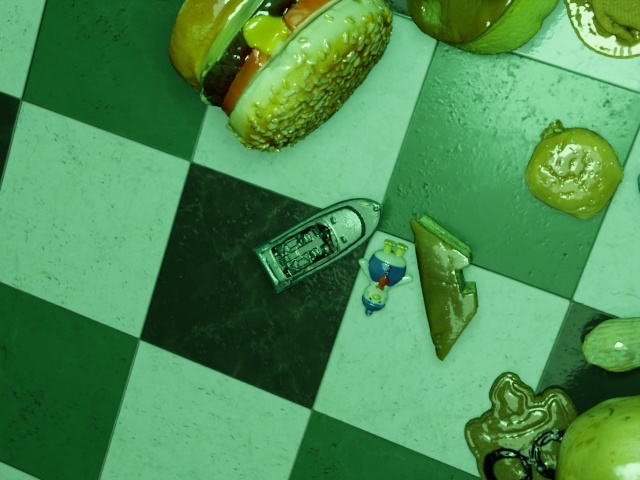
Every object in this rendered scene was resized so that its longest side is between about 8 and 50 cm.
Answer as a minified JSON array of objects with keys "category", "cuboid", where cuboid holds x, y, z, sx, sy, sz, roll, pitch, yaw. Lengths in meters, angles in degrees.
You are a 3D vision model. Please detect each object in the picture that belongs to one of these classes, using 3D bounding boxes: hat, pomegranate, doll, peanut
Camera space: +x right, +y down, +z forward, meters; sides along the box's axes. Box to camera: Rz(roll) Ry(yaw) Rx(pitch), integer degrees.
[{"category":"hat","cuboid":[0.458,-0.397,1.375,0.244,0.233,0.233,-42,88,17]},{"category":"pomegranate","cuboid":[0.490,0.386,1.455,0.307,0.307,0.307,2,99,14]},{"category":"doll","cuboid":[0.106,0.066,1.627,0.099,0.057,0.142,20,108,-5]},{"category":"peanut","cuboid":[0.522,0.159,1.517,0.207,0.087,0.087,-13,95,17]}]

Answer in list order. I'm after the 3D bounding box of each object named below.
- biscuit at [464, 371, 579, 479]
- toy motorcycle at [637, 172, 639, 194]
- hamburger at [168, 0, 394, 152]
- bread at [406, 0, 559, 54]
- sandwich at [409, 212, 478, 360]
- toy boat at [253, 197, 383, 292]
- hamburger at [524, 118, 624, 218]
[{"category":"biscuit","cuboid":[0.363,0.361,1.611,0.209,0.041,0.290,-23,93,15]},{"category":"toy motorcycle","cuboid":[0.622,-0.127,1.385,0.232,0.172,0.416,27,128,11]},{"category":"hamburger","cuboid":[-0.053,-0.304,1.475,0.250,0.330,0.330,45,106,10]},{"category":"bread","cuboid":[0.248,-0.412,1.425,0.270,0.148,0.269,-19,66,50]},{"category":"sandwich","cuboid":[0.218,0.070,1.580,0.088,0.090,0.244,-11,93,20]},{"category":"toy boat","cuboid":[0.000,0.000,1.620,0.246,0.103,0.093,-29,90,14]},{"category":"hamburger","cuboid":[0.403,-0.112,1.510,0.147,0.083,0.138,29,100,5]}]
